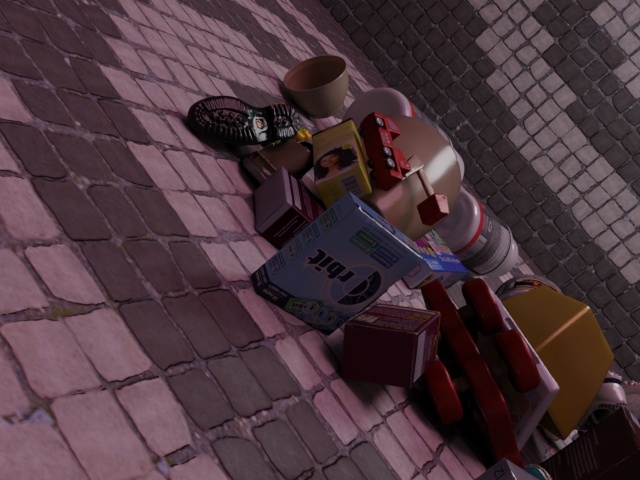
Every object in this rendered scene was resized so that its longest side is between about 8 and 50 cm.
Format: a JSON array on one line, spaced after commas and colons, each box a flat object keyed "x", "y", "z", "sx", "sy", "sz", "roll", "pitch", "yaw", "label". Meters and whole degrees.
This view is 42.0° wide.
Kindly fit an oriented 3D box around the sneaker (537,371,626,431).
[{"x": 0.497, "y": 0.338, "z": 1.654, "sx": 0.090, "sy": 0.235, "sz": 0.095, "roll": 18, "pitch": 54, "yaw": -33, "label": "sneaker"}]

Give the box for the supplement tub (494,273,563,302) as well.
[{"x": 0.480, "y": 0.193, "z": 1.944, "sx": 0.194, "sy": 0.193, "sz": 0.316, "roll": 51, "pitch": 17, "yaw": 5, "label": "supplement tub"}]

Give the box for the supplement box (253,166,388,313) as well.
[{"x": 0.000, "y": 0.000, "z": 1.366, "sx": 0.239, "sy": 0.073, "sz": 0.130, "roll": 40, "pitch": 18, "yaw": -24, "label": "supplement box"}]

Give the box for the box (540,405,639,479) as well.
[{"x": 0.533, "y": 0.448, "z": 1.507, "sx": 0.167, "sy": 0.203, "sz": 0.168, "roll": 48, "pitch": 18, "yaw": -3, "label": "box"}]

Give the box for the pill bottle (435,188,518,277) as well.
[{"x": 0.403, "y": -0.007, "z": 2.213, "sx": 0.318, "sy": 0.176, "sz": 0.176, "roll": 29, "pitch": 26, "yaw": -49, "label": "pill bottle"}]

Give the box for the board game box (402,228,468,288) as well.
[{"x": 0.184, "y": -0.033, "z": 1.911, "sx": 0.318, "sy": 0.066, "sz": 0.318, "roll": 54, "pitch": 17, "yaw": 16, "label": "board game box"}]

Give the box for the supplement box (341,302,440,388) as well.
[{"x": 0.106, "y": 0.150, "z": 1.219, "sx": 0.104, "sy": 0.081, "sz": 0.188, "roll": 7, "pitch": 6, "yaw": 18, "label": "supplement box"}]

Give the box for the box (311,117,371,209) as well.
[{"x": 0.034, "y": -0.138, "z": 1.457, "sx": 0.232, "sy": 0.087, "sz": 0.058, "roll": -95, "pitch": 160, "yaw": -63, "label": "box"}]

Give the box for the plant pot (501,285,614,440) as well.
[{"x": 0.430, "y": 0.213, "z": 1.600, "sx": 0.212, "sy": 0.187, "sz": 0.212, "roll": 58, "pitch": -12, "yaw": -24, "label": "plant pot"}]

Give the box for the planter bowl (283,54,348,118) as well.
[{"x": 0.001, "y": -0.373, "z": 2.074, "sx": 0.162, "sy": 0.162, "sz": 0.109, "roll": -109, "pitch": 178, "yaw": -51, "label": "planter bowl"}]

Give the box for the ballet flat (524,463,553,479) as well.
[{"x": 0.395, "y": 0.464, "z": 1.367, "sx": 0.067, "sy": 0.073, "sz": 0.206, "roll": 51, "pitch": 13, "yaw": -53, "label": "ballet flat"}]

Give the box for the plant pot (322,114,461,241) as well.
[{"x": 0.108, "y": -0.079, "z": 1.579, "sx": 0.256, "sy": 0.256, "sz": 0.274, "roll": 48, "pitch": 33, "yaw": -2, "label": "plant pot"}]

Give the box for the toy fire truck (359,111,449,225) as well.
[{"x": 0.146, "y": -0.127, "z": 1.457, "sx": 0.135, "sy": 0.047, "sz": 0.192, "roll": 12, "pitch": 54, "yaw": -39, "label": "toy fire truck"}]

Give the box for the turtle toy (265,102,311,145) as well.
[{"x": -0.079, "y": -0.219, "z": 1.655, "sx": 0.095, "sy": 0.066, "sz": 0.130, "roll": 50, "pitch": 17, "yaw": 2, "label": "turtle toy"}]

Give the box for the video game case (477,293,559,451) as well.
[{"x": 0.325, "y": 0.241, "z": 1.485, "sx": 0.227, "sy": 0.026, "sz": 0.206, "roll": 99, "pitch": -31, "yaw": -49, "label": "video game case"}]

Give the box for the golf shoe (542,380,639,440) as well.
[{"x": 0.616, "y": 0.368, "z": 1.786, "sx": 0.115, "sy": 0.306, "sz": 0.140, "roll": 52, "pitch": 38, "yaw": -75, "label": "golf shoe"}]

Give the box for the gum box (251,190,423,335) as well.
[{"x": 0.024, "y": 0.037, "z": 1.153, "sx": 0.157, "sy": 0.184, "sz": 0.041, "roll": 35, "pitch": 22, "yaw": -39, "label": "gum box"}]

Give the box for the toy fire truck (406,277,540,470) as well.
[{"x": 0.251, "y": 0.225, "z": 1.415, "sx": 0.302, "sy": 0.169, "sz": 0.254, "roll": -114, "pitch": -177, "yaw": -46, "label": "toy fire truck"}]

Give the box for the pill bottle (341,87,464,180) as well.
[{"x": 0.229, "y": -0.241, "z": 2.229, "sx": 0.363, "sy": 0.210, "sz": 0.210, "roll": 29, "pitch": 26, "yaw": -50, "label": "pill bottle"}]

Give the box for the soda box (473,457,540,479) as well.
[{"x": 0.289, "y": 0.439, "z": 1.105, "sx": 0.098, "sy": 0.091, "sz": 0.286, "roll": 36, "pitch": 21, "yaw": -33, "label": "soda box"}]

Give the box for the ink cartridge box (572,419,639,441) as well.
[{"x": 0.667, "y": 0.429, "z": 1.849, "sx": 0.045, "sy": 0.224, "sz": 0.223, "roll": 50, "pitch": 16, "yaw": 0, "label": "ink cartridge box"}]

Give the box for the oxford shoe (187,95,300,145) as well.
[{"x": -0.146, "y": -0.195, "z": 1.433, "sx": 0.227, "sy": 0.096, "sz": 0.083, "roll": 1, "pitch": 83, "yaw": -47, "label": "oxford shoe"}]

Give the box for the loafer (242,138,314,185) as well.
[{"x": -0.065, "y": -0.145, "z": 1.491, "sx": 0.094, "sy": 0.087, "sz": 0.251, "roll": 48, "pitch": 17, "yaw": -2, "label": "loafer"}]
